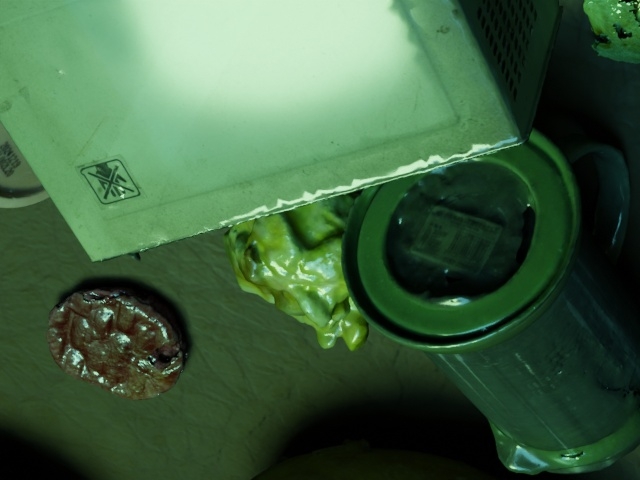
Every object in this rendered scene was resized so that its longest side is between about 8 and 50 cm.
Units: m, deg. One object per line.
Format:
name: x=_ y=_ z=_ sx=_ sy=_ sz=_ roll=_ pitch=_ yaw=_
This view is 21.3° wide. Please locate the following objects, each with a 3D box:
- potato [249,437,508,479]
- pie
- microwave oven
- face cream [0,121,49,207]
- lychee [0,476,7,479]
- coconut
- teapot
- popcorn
potato: x=0.071 y=0.397 z=1.746 sx=0.385 sy=0.319 sz=0.442 roll=-42 pitch=101 yaw=-5
pie: x=-0.209 y=0.103 z=1.750 sx=0.153 sy=0.038 sz=0.153 roll=10 pitch=128 yaw=13
microwave oven: x=-0.055 y=-0.207 z=1.327 sx=0.394 sy=0.247 sz=0.333 roll=-14 pitch=123 yaw=26
face cream: x=-0.274 y=-0.116 z=1.500 sx=0.104 sy=0.149 sz=0.149 roll=46 pitch=139 yaw=32
lychee: x=-0.398 y=0.394 z=1.864 sx=0.330 sy=0.306 sz=0.306 roll=-39 pitch=115 yaw=-9
coconut: x=0.269 y=-0.203 z=1.355 sx=0.133 sy=0.055 sz=0.158 roll=-6 pitch=126 yaw=23
teapot: x=0.188 y=0.040 z=1.450 sx=0.200 sy=0.270 sz=0.337 roll=18 pitch=163 yaw=35
popcorn: x=0.001 y=0.000 z=1.507 sx=0.167 sy=0.187 sz=0.185 roll=-11 pitch=142 yaw=-10
